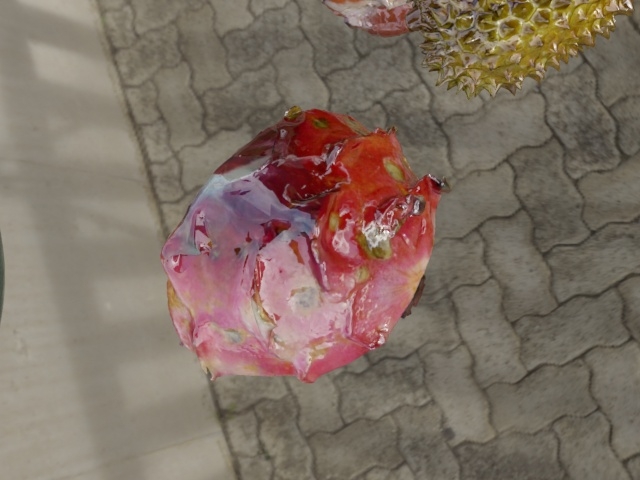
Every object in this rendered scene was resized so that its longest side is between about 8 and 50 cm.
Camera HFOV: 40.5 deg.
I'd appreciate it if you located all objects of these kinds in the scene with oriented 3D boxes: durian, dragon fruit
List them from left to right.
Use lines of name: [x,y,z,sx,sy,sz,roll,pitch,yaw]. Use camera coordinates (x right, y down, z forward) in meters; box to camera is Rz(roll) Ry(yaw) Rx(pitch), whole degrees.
dragon fruit: [0.001,-0.003,0.677,0.161,0.126,0.274,33,75,31]
durian: [0.113,-0.172,0.517,0.168,0.137,0.158,-32,80,-5]

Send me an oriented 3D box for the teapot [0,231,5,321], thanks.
teapot: [-0.204,0.016,0.276,0.193,0.129,0.294,-6,64,8]

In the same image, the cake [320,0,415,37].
cake: [0.040,-0.294,0.770,0.135,0.287,0.098,5,59,21]
